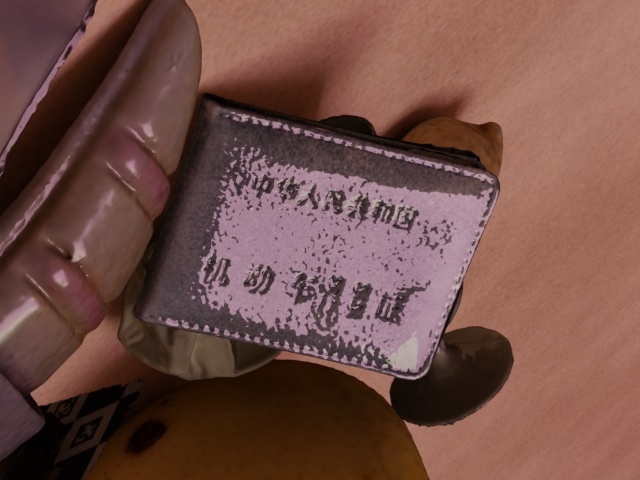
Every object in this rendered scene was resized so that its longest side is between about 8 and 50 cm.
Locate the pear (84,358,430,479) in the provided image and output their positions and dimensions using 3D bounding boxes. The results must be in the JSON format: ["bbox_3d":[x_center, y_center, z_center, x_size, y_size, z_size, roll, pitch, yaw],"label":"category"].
[{"bbox_3d":[-0.046,0.266,1.529,0.348,0.348,0.348,-38,158,-18],"label":"pear"}]

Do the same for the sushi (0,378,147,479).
[{"bbox_3d":[-0.235,0.181,1.229,0.192,0.043,0.279,-16,-149,46],"label":"sushi"}]

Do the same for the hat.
[{"bbox_3d":[-0.085,0.038,1.411,0.166,0.081,0.122,-26,110,-57],"label":"hat"}]

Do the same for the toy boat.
[{"bbox_3d":[-0.166,0.026,1.179,0.293,0.111,0.276,-46,168,-27],"label":"toy boat"}]

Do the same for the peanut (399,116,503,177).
[{"bbox_3d":[0.076,-0.044,1.534,0.187,0.082,0.082,-35,157,-32],"label":"peanut"}]

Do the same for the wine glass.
[{"bbox_3d":[0.048,0.021,1.426,0.103,0.103,0.231,-41,122,-13],"label":"wine glass"}]

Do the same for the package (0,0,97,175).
[{"bbox_3d":[-0.200,-0.076,0.927,0.204,0.062,0.251,22,90,-66],"label":"package"}]

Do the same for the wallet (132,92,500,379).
[{"bbox_3d":[0.001,0.001,1.319,0.222,0.036,0.167,13,109,-24],"label":"wallet"}]
